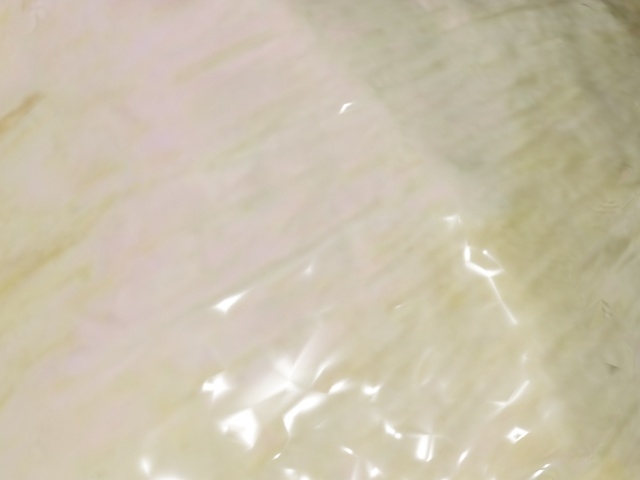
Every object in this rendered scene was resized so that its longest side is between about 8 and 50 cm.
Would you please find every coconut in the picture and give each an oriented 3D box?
[{"bbox_3d":[0.000,0.000,0.497,0.404,0.405,0.404,5,155,2],"label":"coconut"}]
